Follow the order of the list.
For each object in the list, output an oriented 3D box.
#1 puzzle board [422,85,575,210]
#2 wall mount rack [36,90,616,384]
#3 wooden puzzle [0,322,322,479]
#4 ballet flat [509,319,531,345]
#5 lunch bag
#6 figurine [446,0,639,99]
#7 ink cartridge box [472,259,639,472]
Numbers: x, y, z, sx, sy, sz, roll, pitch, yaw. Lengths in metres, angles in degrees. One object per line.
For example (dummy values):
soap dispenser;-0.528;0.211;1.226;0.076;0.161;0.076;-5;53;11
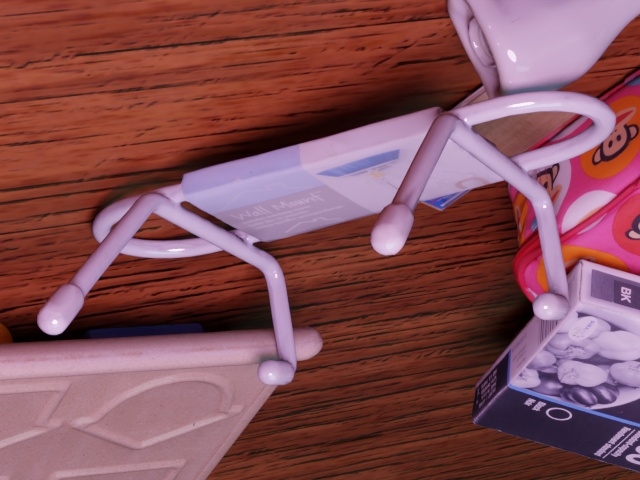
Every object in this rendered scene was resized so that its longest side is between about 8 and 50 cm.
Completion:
puzzle board;0.104;-0.069;1.363;0.128;0.011;0.096;-36;150;24
wall mount rack;0.000;0.000;1.187;0.350;0.130;0.304;-15;161;23
wooden puzzle;-0.210;0.138;1.434;0.322;0.080;0.348;-1;149;-33
ballet flat;0.296;0.032;1.583;0.342;0.116;0.124;-41;166;31
lunch bag;0.302;-0.022;1.384;0.258;0.120;0.293;30;131;-28
figurine;0.184;-0.184;1.156;0.209;0.092;0.215;-23;152;-8
ink cartridge box;0.238;0.100;1.405;0.208;0.045;0.206;14;148;-10
